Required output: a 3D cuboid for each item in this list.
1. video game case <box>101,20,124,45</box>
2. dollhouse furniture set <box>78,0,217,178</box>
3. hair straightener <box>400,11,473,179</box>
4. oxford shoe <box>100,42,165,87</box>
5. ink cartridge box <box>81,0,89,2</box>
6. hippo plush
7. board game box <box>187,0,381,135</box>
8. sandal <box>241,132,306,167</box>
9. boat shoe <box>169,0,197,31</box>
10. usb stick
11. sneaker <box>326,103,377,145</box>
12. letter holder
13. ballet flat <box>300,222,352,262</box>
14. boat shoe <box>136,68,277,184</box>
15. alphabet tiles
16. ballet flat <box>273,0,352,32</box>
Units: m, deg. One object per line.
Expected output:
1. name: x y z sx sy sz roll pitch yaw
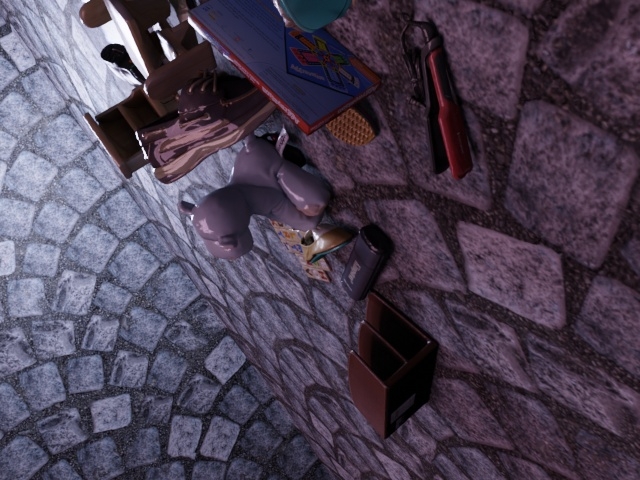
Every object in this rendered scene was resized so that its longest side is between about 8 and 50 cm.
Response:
1. video game case: -0.553 -0.592 1.602 0.193 0.023 0.212 38 154 33
2. dollhouse furniture set: -0.400 -0.346 1.275 0.362 0.256 0.394 51 167 17
3. hair straightener: 0.137 -0.189 0.804 0.089 0.047 0.230 20 142 53
4. oxford shoe: -0.465 -0.438 1.584 0.227 0.082 0.096 32 163 22
5. ink cartridge box: -0.478 -0.580 1.359 0.181 0.104 0.061 29 148 46
6. hippo plush: -0.132 -0.065 1.225 0.234 0.236 0.294 31 155 14
7. board game box: -0.057 -0.287 0.913 0.281 0.145 0.027 46 158 17
8. sandal: -0.098 -0.199 1.286 0.179 0.040 0.067 21 150 29
9. boat shoe: -0.270 -0.477 1.185 0.049 0.043 0.137 -2 132 21
10. usb stick: 0.090 0.054 1.273 0.077 0.045 0.278 47 158 15
11. sneaker: 0.019 -0.230 0.970 0.185 0.083 0.069 34 136 -16
12. letter holder: 0.133 0.287 1.406 0.214 0.152 0.301 42 156 30
13. ballet flat: 0.000 0.000 1.334 0.073 0.080 0.232 63 158 2
14. boat shoe: -0.193 -0.230 1.066 0.130 0.355 0.132 51 -156 -21
15. alphabet tiles: -0.057 0.004 1.542 0.198 0.009 0.237 8 131 60
16. ballet flat: -0.025 -0.448 0.671 0.147 0.147 0.408 37 151 34
